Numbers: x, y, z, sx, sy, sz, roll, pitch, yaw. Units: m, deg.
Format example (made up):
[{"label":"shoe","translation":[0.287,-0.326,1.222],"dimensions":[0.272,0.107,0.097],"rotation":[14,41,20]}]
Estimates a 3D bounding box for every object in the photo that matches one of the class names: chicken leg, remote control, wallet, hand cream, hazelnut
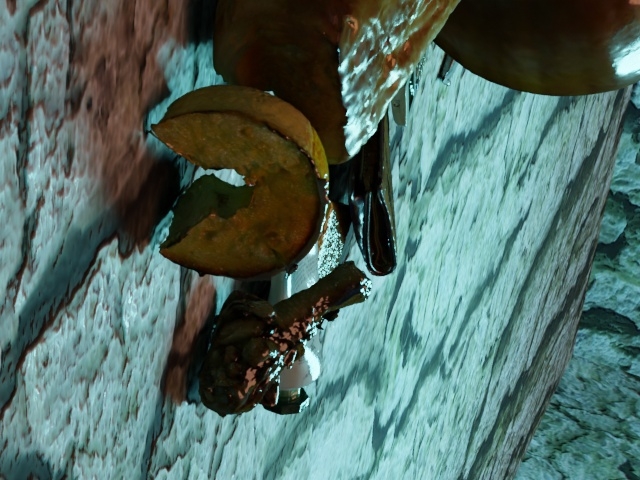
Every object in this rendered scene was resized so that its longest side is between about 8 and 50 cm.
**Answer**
[{"label":"chicken leg","translation":[-0.042,0.086,1.562],"dimensions":[0.196,0.080,0.125],"rotation":[-50,147,1]},{"label":"remote control","translation":[0.098,-0.200,1.810],"dimensions":[0.065,0.029,0.166],"rotation":[87,14,-45]},{"label":"wallet","translation":[0.063,-0.069,1.789],"dimensions":[0.195,0.042,0.161],"rotation":[76,16,-59]},{"label":"hand cream","translation":[-0.029,0.017,1.638],"dimensions":[0.121,0.076,0.336],"rotation":[-53,149,-62]},{"label":"hazelnut","translation":[0.230,-0.316,1.652],"dimensions":[0.366,0.365,0.366],"rotation":[18,90,-74]}]

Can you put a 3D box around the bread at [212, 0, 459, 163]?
[{"label":"bread","translation":[0.028,-0.238,1.376],"dimensions":[0.344,0.148,0.195],"rotation":[-57,154,-33]}]

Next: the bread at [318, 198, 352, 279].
[{"label":"bread","translation":[0.000,0.000,1.742],"dimensions":[0.090,0.035,0.094],"rotation":[1,106,-74]}]

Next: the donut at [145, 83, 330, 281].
[{"label":"donut","translation":[-0.058,-0.049,1.310],"dimensions":[0.078,0.146,0.181],"rotation":[-74,168,-47]}]

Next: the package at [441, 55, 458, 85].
[{"label":"package","translation":[0.176,-0.252,2.093],"dimensions":[0.037,0.015,0.110],"rotation":[5,104,-74]}]
